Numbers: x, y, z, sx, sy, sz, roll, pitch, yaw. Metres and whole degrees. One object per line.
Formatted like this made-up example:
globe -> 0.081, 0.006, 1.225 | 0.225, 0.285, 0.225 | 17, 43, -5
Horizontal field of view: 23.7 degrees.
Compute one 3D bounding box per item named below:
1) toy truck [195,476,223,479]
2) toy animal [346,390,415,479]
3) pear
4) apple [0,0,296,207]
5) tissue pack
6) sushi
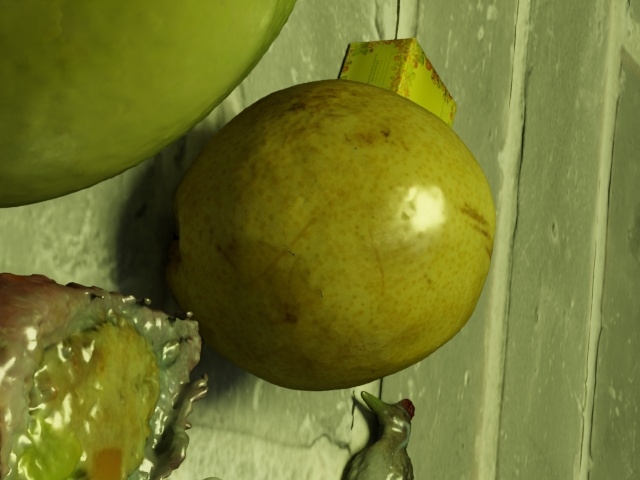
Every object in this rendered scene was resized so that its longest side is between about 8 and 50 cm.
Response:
toy truck -> -0.073, 0.256, 0.836 | 0.161, 0.177, 0.213 | 37, 27, -57
toy animal -> 0.039, 0.195, 1.184 | 0.202, 0.070, 0.105 | -66, 153, -43
pear -> 0.000, 0.000, 0.979 | 0.209, 0.209, 0.209 | 3, 87, -59
apple -> -0.140, -0.159, 0.666 | 0.292, 0.254, 0.292 | -14, 90, -78
tissue pack -> 0.047, -0.060, 1.186 | 0.095, 0.062, 0.176 | 51, 48, -46
sushi -> -0.150, 0.078, 0.806 | 0.241, 0.107, 0.161 | -67, 143, -47
